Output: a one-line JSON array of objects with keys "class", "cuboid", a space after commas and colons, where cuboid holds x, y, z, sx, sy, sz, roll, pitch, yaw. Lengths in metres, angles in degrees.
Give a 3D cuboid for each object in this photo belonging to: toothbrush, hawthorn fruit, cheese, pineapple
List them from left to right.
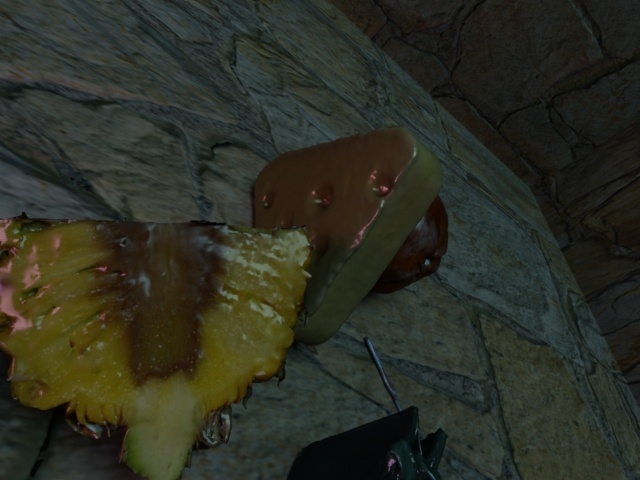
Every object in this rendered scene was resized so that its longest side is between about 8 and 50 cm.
[{"class": "pineapple", "cuboid": [-0.189, 0.122, 0.489, 0.344, 0.209, 0.286, 1, 83, -19]}, {"class": "cheese", "cuboid": [0.001, 0.000, 0.696, 0.104, 0.384, 0.383, 28, 41, -40]}, {"class": "hawthorn fruit", "cuboid": [0.141, -0.024, 0.860, 0.284, 0.284, 0.284, 28, 41, -28]}, {"class": "toothbrush", "cuboid": [0.133, 0.275, 0.789, 0.013, 0.019, 0.193, -4, 60, -48]}]

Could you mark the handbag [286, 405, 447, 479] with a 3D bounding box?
[{"class": "handbag", "cuboid": [0.006, 0.336, 0.412, 0.089, 0.238, 0.326, 44, 35, -1]}]
